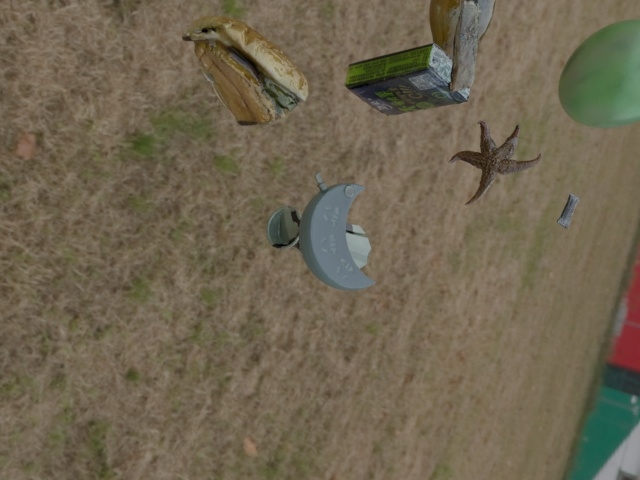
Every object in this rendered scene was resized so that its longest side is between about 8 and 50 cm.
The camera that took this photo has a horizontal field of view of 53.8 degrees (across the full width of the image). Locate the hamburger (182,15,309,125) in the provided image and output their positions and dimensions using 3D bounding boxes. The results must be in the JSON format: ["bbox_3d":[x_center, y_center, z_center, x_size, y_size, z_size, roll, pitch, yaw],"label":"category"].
[{"bbox_3d":[-0.123,-0.317,1.106,0.208,0.155,0.135,53,59,-31],"label":"hamburger"}]

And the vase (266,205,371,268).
[{"bbox_3d":[0.000,0.000,1.754,0.360,0.165,0.165,18,87,-55],"label":"vase"}]

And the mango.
[{"bbox_3d":[0.398,-0.637,1.796,0.192,0.146,0.317,-6,126,-19],"label":"mango"}]

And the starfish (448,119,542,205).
[{"bbox_3d":[0.428,-0.193,1.571,0.238,0.213,0.057,-66,152,-6],"label":"starfish"}]

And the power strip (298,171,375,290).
[{"bbox_3d":[0.033,-0.018,1.306,0.167,0.054,0.254,-9,90,-34],"label":"power strip"}]

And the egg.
[{"bbox_3d":[0.661,-0.364,1.403,0.220,0.269,0.221,19,57,-32],"label":"egg"}]

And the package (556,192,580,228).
[{"bbox_3d":[0.666,-0.081,1.690,0.110,0.037,0.015,-57,-177,-24],"label":"package"}]

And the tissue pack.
[{"bbox_3d":[0.196,-0.354,1.414,0.173,0.235,0.073,22,75,-43],"label":"tissue pack"}]

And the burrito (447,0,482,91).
[{"bbox_3d":[0.277,-0.369,1.204,0.051,0.042,0.171,-11,119,-19],"label":"burrito"}]
